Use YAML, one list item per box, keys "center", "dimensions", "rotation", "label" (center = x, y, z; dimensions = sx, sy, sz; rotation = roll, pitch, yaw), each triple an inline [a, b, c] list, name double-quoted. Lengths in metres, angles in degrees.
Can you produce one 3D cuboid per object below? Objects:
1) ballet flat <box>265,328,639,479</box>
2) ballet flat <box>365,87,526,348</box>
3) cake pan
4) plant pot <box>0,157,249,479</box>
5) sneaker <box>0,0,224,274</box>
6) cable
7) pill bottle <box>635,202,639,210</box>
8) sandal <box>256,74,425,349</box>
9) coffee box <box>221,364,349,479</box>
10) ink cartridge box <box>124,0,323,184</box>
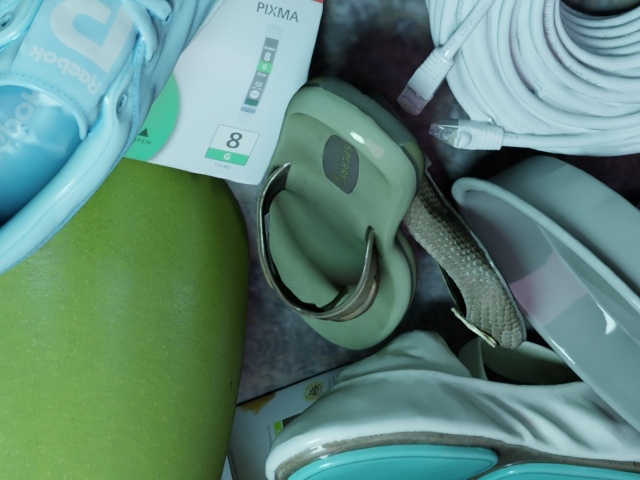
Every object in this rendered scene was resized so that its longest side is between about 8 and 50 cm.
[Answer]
- center: [0.106, 0.133, 1.093]
  dimensions: [0.400, 0.139, 0.139]
  rotation: [11, 131, -41]
  label: "ballet flat"
- center: [0.076, -0.003, 1.031]
  dimensions: [0.058, 0.084, 0.250]
  rotation: [-38, 126, -3]
  label: "ballet flat"
- center: [0.209, 0.051, 0.997]
  dimensions: [0.054, 0.293, 0.293]
  rotation: [-42, 131, -7]
  label: "cake pan"
- center: [-0.167, 0.114, 0.948]
  dimensions: [0.274, 0.293, 0.275]
  rotation: [-6, 133, -6]
  label: "plant pot"
- center: [-0.118, -0.124, 0.789]
  dimensions: [0.135, 0.150, 0.366]
  rotation: [25, 104, -21]
  label: "sneaker"
- center: [0.193, -0.165, 0.909]
  dimensions: [0.257, 0.089, 0.257]
  rotation: [9, 128, -20]
  label: "cable"
- center: [0.312, 0.057, 1.111]
  dimensions: [0.117, 0.117, 0.215]
  rotation: [-22, 132, 9]
  label: "pill bottle"
- center: [-0.001, -0.001, 0.956]
  dimensions: [0.120, 0.086, 0.303]
  rotation: [28, 157, 14]
  label: "sandal"
- center: [-0.059, 0.217, 1.194]
  dimensions: [0.246, 0.098, 0.141]
  rotation: [-21, 132, 7]
  label: "coffee box"
- center: [-0.084, -0.147, 0.894]
  dimensions: [0.181, 0.056, 0.225]
  rotation: [12, 130, -21]
  label: "ink cartridge box"
